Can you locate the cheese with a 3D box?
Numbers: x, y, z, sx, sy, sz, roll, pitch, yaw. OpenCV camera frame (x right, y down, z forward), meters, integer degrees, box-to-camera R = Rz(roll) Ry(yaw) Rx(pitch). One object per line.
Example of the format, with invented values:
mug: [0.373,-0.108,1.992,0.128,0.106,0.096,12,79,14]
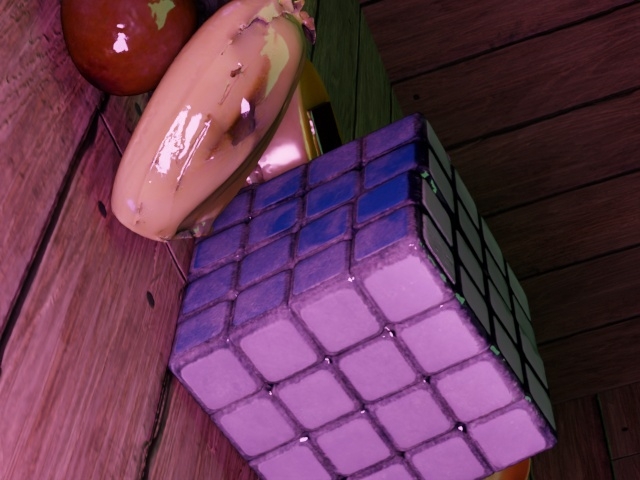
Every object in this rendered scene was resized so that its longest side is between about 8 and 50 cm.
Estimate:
cheese: [-0.113,-0.146,1.548,0.128,0.316,0.259,35,13,1]

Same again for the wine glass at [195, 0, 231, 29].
wine glass: [-0.162,-0.320,1.875,0.232,0.156,0.156,-48,120,-79]

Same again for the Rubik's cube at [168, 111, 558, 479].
Rubik's cube: [0.054,0.106,1.680,0.344,0.344,0.337,55,20,-26]

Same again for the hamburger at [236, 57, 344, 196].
hamburger: [-0.065,-0.123,1.930,0.300,0.176,0.300,-17,90,-79]

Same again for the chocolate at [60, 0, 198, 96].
chocolate: [-0.219,-0.238,1.526,0.177,0.177,0.176,-17,90,-77]

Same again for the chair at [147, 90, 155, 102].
chair: [-0.202,-0.188,1.742,0.037,0.042,0.086,56,21,-62]

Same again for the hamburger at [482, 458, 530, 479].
hamburger: [0.157,0.319,2.025,0.274,0.212,0.274,28,41,-28]
